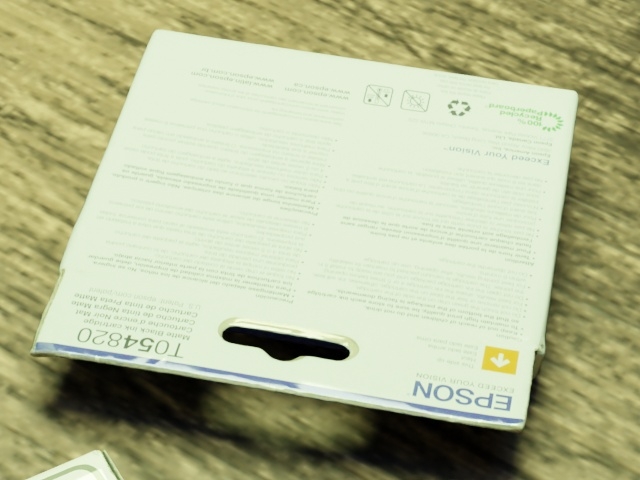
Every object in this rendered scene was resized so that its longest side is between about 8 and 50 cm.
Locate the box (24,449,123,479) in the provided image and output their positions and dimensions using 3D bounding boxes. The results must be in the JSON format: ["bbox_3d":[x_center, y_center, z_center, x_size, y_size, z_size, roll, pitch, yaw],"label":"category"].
[{"bbox_3d":[-0.175,0.198,0.612,0.290,0.169,0.087,-21,50,-24],"label":"box"}]

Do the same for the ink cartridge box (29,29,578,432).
[{"bbox_3d":[0.000,0.000,0.906,0.223,0.045,0.224,10,46,7],"label":"ink cartridge box"}]
